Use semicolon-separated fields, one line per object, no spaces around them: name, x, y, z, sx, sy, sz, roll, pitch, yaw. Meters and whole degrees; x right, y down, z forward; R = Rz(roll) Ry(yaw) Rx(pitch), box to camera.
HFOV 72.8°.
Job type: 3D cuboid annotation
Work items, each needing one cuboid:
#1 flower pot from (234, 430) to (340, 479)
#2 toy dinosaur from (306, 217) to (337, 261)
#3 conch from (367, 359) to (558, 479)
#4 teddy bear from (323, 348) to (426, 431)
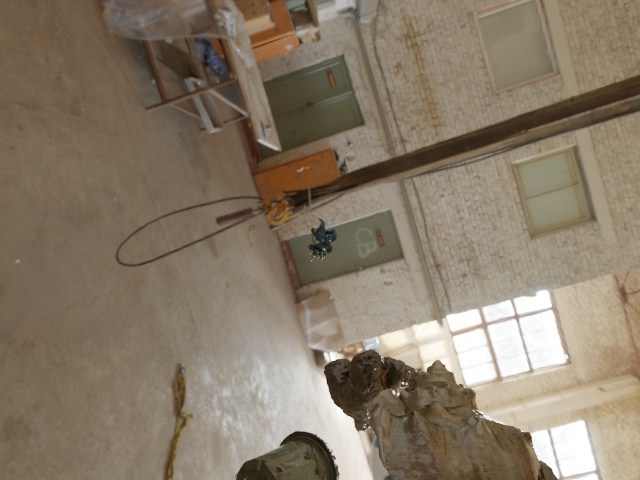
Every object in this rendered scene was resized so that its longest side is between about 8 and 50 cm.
flower pot;-0.114;0.774;1.388;0.259;0.290;0.291;20;49;-52
toy dinosaur;0.000;0.000;0.797;0.031;0.047;0.083;-109;-147;-57
conch;0.164;0.284;0.511;0.263;0.186;0.324;36;25;-36
teddy bear;0.116;0.285;0.840;0.177;0.190;0.140;-39;-124;51
